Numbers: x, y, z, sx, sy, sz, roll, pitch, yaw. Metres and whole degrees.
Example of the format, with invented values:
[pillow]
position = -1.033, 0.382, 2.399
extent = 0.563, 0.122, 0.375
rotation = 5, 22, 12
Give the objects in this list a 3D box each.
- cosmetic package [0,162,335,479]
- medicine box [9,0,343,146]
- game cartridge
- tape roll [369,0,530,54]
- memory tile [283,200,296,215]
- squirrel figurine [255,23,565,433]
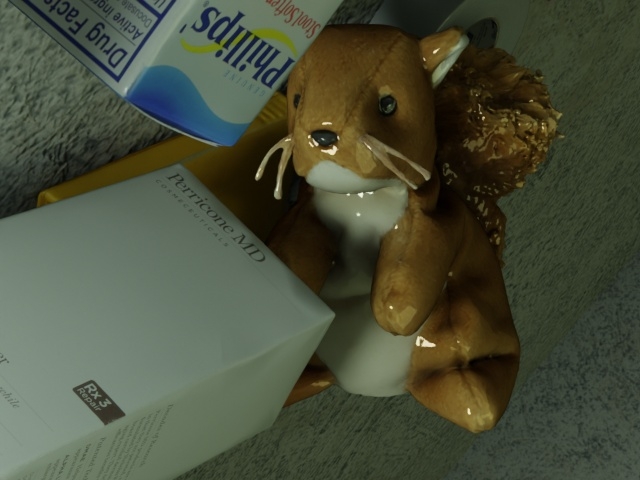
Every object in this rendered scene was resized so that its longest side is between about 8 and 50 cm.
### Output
[cosmetic package]
position = -0.199, 0.096, 1.171
extent = 0.385, 0.217, 0.156
rotation = -26, 152, -47
[medicine box]
position = -0.089, -0.253, 0.902
extent = 0.289, 0.263, 0.149
rotation = -53, 157, 7
[game cartridge]
position = -0.157, 0.013, 1.471
extent = 0.324, 0.053, 0.285
rotation = -30, 147, -43
[tape roll]
position = 0.132, -0.215, 1.629
extent = 0.219, 0.072, 0.219
rotation = -39, 156, -22
[memory tile]
position = -0.082, 0.012, 1.666
extent = 0.148, 0.012, 0.113
rotation = -53, 158, 6
[squirrel figurine]
position = 0.070, -0.059, 1.460
extent = 0.397, 0.281, 0.370
rotation = -48, 134, -49
